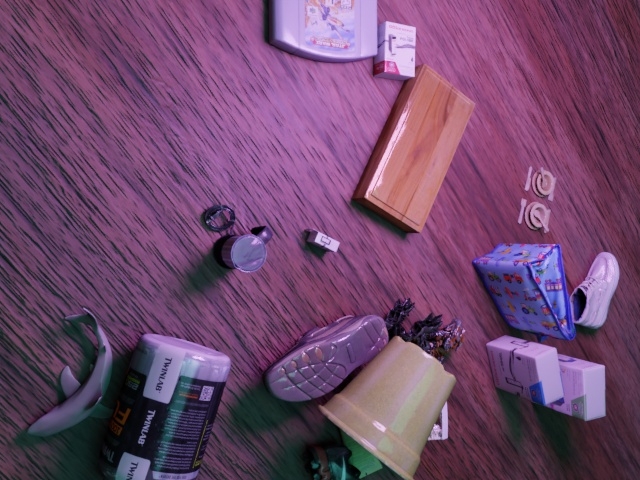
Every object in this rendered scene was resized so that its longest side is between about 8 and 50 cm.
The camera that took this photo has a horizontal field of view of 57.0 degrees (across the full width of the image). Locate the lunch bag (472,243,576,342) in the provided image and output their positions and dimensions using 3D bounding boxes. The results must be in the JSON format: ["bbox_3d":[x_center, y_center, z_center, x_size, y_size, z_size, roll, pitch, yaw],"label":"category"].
[{"bbox_3d":[0.601,0.166,1.701,0.138,0.221,0.293,-27,103,-24],"label":"lunch bag"}]

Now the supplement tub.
[{"bbox_3d":[-0.331,0.382,1.235,0.207,0.207,0.337,20,81,-26],"label":"supplement tub"}]

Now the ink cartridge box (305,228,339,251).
[{"bbox_3d":[0.000,0.000,1.486,0.083,0.048,0.028,27,79,-24],"label":"ink cartridge box"}]

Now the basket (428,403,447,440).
[{"bbox_3d":[0.249,0.455,1.562,0.103,0.167,0.113,-3,92,-21],"label":"basket"}]

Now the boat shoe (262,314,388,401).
[{"bbox_3d":[0.005,0.285,1.452,0.355,0.130,0.132,-19,103,-31],"label":"boat shoe"}]

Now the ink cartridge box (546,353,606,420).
[{"bbox_3d":[0.744,0.436,1.787,0.093,0.212,0.154,-5,94,-24],"label":"ink cartridge box"}]

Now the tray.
[{"bbox_3d":[0.260,-0.247,1.602,0.203,0.076,0.410,30,77,-25],"label":"tray"}]

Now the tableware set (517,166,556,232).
[{"bbox_3d":[0.693,-0.129,1.845,0.128,0.039,0.194,16,84,-27],"label":"tableware set"}]

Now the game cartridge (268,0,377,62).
[{"bbox_3d":[0.014,-0.553,1.482,0.297,0.062,0.198,-2,88,-27],"label":"game cartridge"}]

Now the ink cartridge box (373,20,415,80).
[{"bbox_3d":[0.199,-0.505,1.574,0.099,0.056,0.135,0,91,-26],"label":"ink cartridge box"}]

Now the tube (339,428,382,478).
[{"bbox_3d":[0.089,0.517,1.542,0.062,0.070,0.240,-44,120,-59],"label":"tube"}]

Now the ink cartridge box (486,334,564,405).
[{"bbox_3d":[0.591,0.373,1.712,0.086,0.203,0.148,-18,99,-24],"label":"ink cartridge box"}]

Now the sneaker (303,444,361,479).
[{"bbox_3d":[0.047,0.643,1.491,0.135,0.098,0.276,-11,95,-20],"label":"sneaker"}]

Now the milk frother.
[{"bbox_3d":[-0.198,-0.007,1.336,0.143,0.135,0.129,35,75,-23],"label":"milk frother"}]

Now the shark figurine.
[{"bbox_3d":[-0.471,0.285,1.216,0.166,0.116,0.278,20,84,-27],"label":"shark figurine"}]

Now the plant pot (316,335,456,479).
[{"bbox_3d":[0.175,0.376,1.384,0.276,0.276,0.254,43,77,-21],"label":"plant pot"}]

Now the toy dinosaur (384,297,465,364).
[{"bbox_3d":[0.266,0.293,1.582,0.322,0.164,0.218,-41,126,-43],"label":"toy dinosaur"}]

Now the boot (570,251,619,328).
[{"bbox_3d":[0.886,0.157,1.917,0.123,0.095,0.258,14,86,-34],"label":"boot"}]
